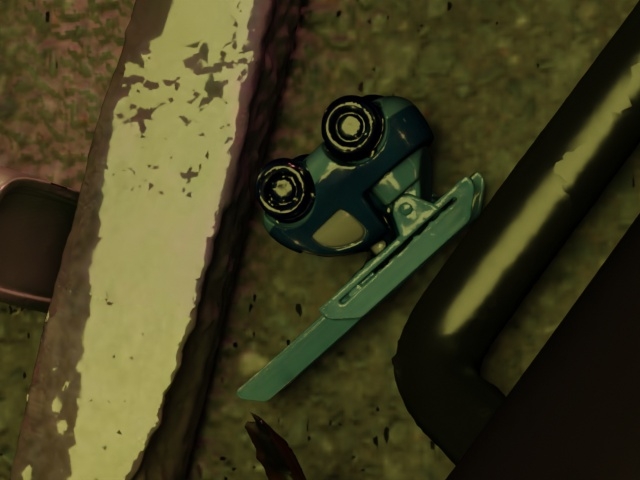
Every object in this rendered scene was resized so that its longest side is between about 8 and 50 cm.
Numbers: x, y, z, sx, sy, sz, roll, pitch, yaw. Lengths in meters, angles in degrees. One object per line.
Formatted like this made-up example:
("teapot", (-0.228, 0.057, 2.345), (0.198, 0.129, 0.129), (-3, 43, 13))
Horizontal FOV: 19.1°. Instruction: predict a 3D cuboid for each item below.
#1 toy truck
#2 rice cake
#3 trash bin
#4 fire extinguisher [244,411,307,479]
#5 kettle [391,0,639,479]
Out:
("toy truck", (0.000, 0.000, 0.800), (0.136, 0.063, 0.074), (-42, 85, 16))
("rice cake", (-0.078, 0.046, 0.817), (0.070, 0.064, 0.399), (13, 87, 12))
("trash bin", (-0.172, -0.014, 0.831), (0.130, 0.116, 0.059), (17, 89, 21))
("fire extinguisher", (-0.039, 0.195, 0.755), (0.075, 0.106, 0.252), (18, 89, 22))
("kettle", (0.168, 0.057, 0.682), (0.203, 0.262, 0.308), (32, 91, -14))
